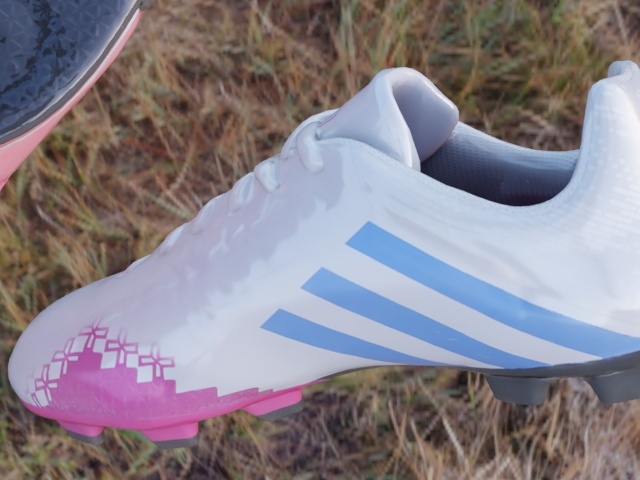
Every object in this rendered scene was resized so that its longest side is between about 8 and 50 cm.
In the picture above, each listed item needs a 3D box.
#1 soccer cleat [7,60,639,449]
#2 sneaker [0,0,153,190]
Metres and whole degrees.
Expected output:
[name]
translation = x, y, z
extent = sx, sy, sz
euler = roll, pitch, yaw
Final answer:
[soccer cleat]
translation = 0.000, 0.000, 0.601
extent = 0.331, 0.143, 0.116
euler = -9, 21, 21
[sneaker]
translation = -0.184, -0.034, 0.550
extent = 0.116, 0.136, 0.314
euler = 40, 81, -2
